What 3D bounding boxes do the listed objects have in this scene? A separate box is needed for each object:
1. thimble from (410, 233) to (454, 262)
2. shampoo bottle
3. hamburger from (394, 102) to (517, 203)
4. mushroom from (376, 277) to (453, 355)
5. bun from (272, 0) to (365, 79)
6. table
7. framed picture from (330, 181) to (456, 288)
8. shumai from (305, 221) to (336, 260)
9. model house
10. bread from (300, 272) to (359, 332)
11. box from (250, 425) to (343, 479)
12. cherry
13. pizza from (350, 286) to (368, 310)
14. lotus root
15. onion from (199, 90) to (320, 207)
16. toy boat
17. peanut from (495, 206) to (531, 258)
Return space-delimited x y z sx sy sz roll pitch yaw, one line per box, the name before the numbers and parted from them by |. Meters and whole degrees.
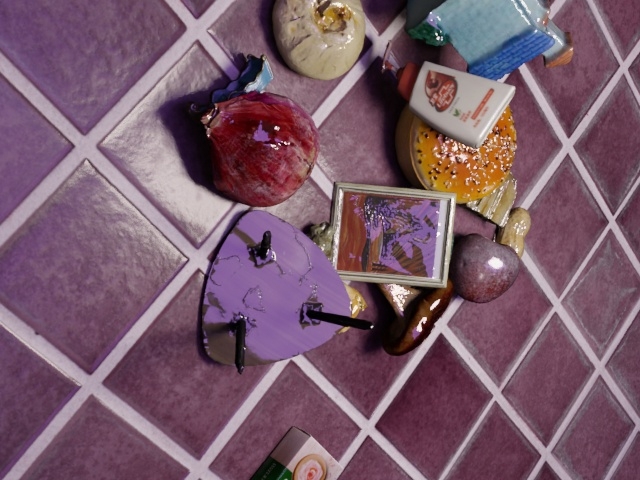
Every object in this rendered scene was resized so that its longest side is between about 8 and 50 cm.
thimble | 0.234 0.010 1.850 0.135 0.118 0.090 11 87 -18
shampoo bottle | 0.242 -0.315 1.688 0.153 0.284 0.071 -58 168 -3
hamburger | 0.313 -0.228 1.831 0.300 0.176 0.300 -7 103 -33
mushroom | 0.166 0.125 1.835 0.217 0.148 0.227 41 63 -13
bun | 0.010 -0.431 1.615 0.222 0.127 0.223 -9 105 -34
table | -0.083 0.131 1.522 0.317 0.249 0.318 -1 93 -13
framed picture | 0.154 -0.010 1.770 0.273 0.016 0.217 4 96 -5
shumai | 0.000 0.000 1.707 0.080 0.083 0.082 -58 164 10
model house | 0.384 -0.483 1.753 0.329 0.251 0.295 37 36 -23
bread | 0.004 0.129 1.727 0.177 0.084 0.119 38 78 -33
box | -0.062 0.522 1.752 0.199 0.081 0.135 -52 122 -19
cherry | 0.387 0.067 1.951 0.176 0.140 0.176 -3 102 -13
pizza | 0.068 0.148 1.812 0.083 0.025 0.078 41 72 -33
lotus root | 0.410 -0.115 1.982 0.143 0.070 0.144 36 82 -29
onion | -0.110 -0.170 1.534 0.283 0.120 0.227 24 95 -50
toy boat | -0.174 -0.286 1.542 0.185 0.075 0.077 -47 123 -13
peanut | 0.481 0.000 2.043 0.080 0.080 0.175 22 87 -35
